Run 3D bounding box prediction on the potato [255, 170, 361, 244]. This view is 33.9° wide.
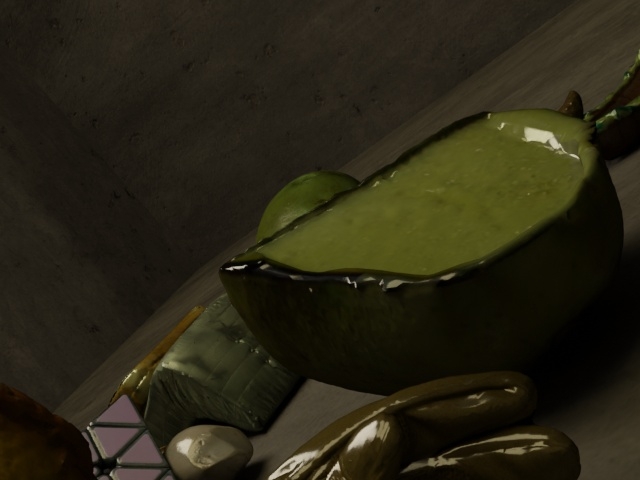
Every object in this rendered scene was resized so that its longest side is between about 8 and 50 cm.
[{"bbox_3d":[-0.003,0.000,1.693,0.216,0.216,0.304,-37,6,24],"label":"potato"}]

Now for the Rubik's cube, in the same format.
[{"bbox_3d":[-0.221,0.264,1.256,0.191,0.211,0.178,-11,55,23],"label":"Rubik's cube"}]

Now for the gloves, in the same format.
[{"bbox_3d":[0.015,0.206,0.642,0.331,0.154,0.141,-47,10,-2],"label":"gloves"}]

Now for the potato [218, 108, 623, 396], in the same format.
[{"bbox_3d":[0.135,0.047,0.919,0.330,0.212,0.280,-33,23,-19],"label":"potato"}]

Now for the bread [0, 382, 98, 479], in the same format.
[{"bbox_3d":[-0.396,0.319,1.059,0.398,0.398,0.215,-37,21,20],"label":"bread"}]

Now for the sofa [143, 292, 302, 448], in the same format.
[{"bbox_3d":[-0.128,0.220,1.503,0.210,0.176,0.225,-49,-17,-48],"label":"sofa"}]

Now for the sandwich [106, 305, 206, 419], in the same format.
[{"bbox_3d":[-0.254,0.240,1.679,0.226,0.087,0.251,-62,-8,34],"label":"sandwich"}]

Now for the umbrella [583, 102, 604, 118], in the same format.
[{"bbox_3d":[0.313,-0.133,1.470,0.066,0.059,0.236,-25,1,-28],"label":"umbrella"}]

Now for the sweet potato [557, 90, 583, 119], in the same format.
[{"bbox_3d":[0.256,-0.080,1.332,0.274,0.067,0.067,-52,10,-10],"label":"sweet potato"}]

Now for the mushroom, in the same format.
[{"bbox_3d":[-0.157,0.274,1.283,0.212,0.088,0.097,-32,23,56],"label":"mushroom"}]

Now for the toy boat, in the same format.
[{"bbox_3d":[0.405,-0.206,1.318,0.293,0.099,0.108,-52,12,-25],"label":"toy boat"}]
